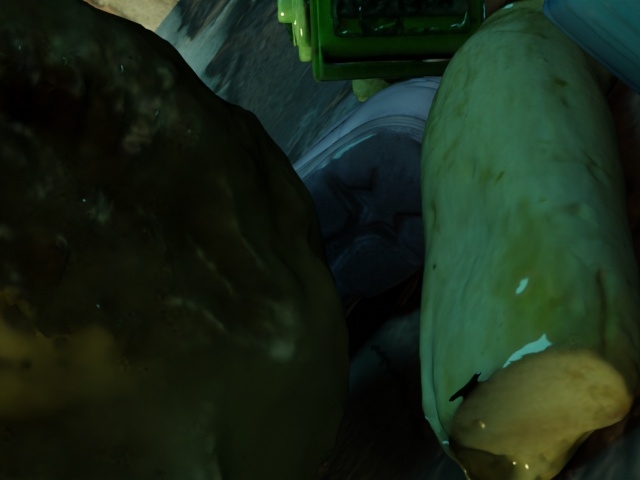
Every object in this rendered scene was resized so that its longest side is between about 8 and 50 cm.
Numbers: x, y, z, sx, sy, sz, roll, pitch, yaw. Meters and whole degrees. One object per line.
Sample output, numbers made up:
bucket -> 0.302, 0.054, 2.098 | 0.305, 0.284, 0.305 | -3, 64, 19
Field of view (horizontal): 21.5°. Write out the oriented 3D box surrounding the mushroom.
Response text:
mushroom -> 0.087, -0.019, 0.734 | 0.100, 0.081, 0.312 | -50, 15, 30

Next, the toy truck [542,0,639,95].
toy truck -> 0.236, -0.196, 0.560 | 0.385, 0.161, 0.162 | -55, 6, -8

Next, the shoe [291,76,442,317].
shoe -> 0.000, 0.000, 0.941 | 0.245, 0.095, 0.137 | -43, 5, 35

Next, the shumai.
shumai -> -0.164, 0.120, 0.730 | 0.395, 0.395, 0.348 | -38, 44, 43

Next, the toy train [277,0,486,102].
toy train -> 0.039, -0.206, 1.059 | 0.188, 0.133, 0.243 | -134, 42, -85
